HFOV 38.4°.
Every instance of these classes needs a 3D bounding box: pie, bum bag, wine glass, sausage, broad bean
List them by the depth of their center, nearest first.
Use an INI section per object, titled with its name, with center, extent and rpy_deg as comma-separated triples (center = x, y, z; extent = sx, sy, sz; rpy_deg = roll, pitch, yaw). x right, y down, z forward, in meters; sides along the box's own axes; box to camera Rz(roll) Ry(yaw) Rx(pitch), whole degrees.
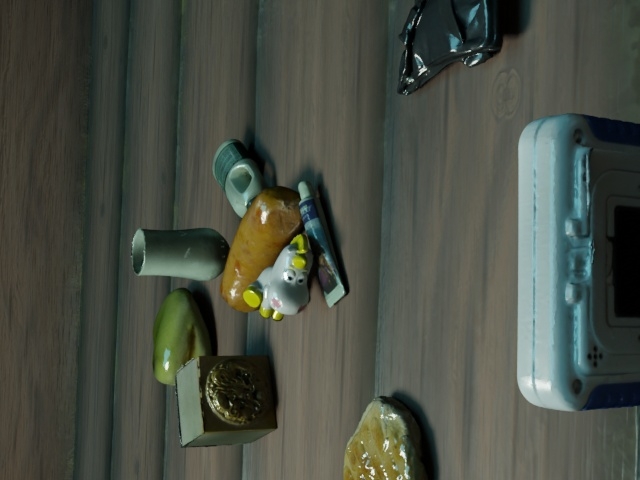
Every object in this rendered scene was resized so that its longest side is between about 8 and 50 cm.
[bum bag]
center = 0.155, -0.268, 1.169
extent = 0.248, 0.060, 0.123
rpy_deg = -15, 75, 63
[pie]
center = 0.088, 0.318, 1.265
extent = 0.195, 0.046, 0.195
rpy_deg = -176, 90, -65
[sausage]
center = -0.101, 0.008, 1.612
extent = 0.270, 0.109, 0.109
rpy_deg = -63, 36, 41
[wine glass]
center = -0.231, 0.025, 1.721
extent = 0.103, 0.231, 0.103
rpy_deg = -176, 90, -65
[broad bean]
center = -0.312, 0.206, 1.992
extent = 0.263, 0.121, 0.189
rpy_deg = 55, 131, 54

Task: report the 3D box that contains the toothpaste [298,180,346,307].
[toothpaste]
center = 0.000, 0.000, 1.482
extent = 0.062, 0.037, 0.216
rpy_deg = -50, 50, 55

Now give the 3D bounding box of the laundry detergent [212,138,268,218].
[laundry detergent]
center = -0.142, -0.101, 1.732
extent = 0.099, 0.070, 0.226
rpy_deg = -67, 32, 23

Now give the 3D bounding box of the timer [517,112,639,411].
[timer]
center = 0.258, 0.020, 0.808
extent = 0.078, 0.178, 0.253
rpy_deg = -3, 85, 58

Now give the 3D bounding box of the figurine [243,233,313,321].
[figurine]
center = -0.056, 0.060, 1.499
extent = 0.178, 0.109, 0.130
rpy_deg = 137, 150, -71

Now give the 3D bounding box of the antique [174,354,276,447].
[antique]
center = -0.173, 0.290, 1.671
extent = 0.148, 0.152, 0.147
rpy_deg = -38, 55, 54
